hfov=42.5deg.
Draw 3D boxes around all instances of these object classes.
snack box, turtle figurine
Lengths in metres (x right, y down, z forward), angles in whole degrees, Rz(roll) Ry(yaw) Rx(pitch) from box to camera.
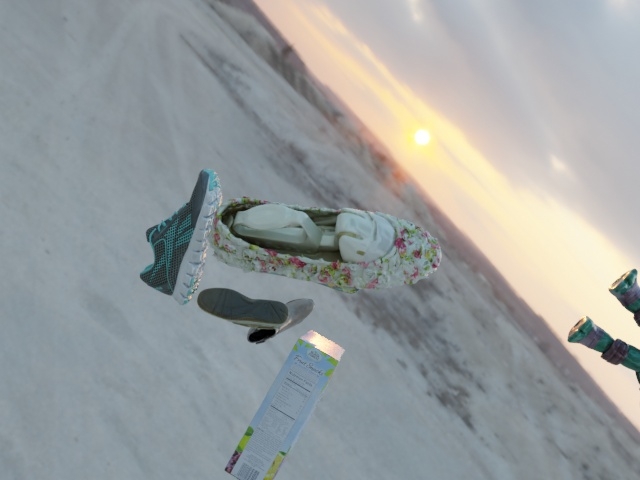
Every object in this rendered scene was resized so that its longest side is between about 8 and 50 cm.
[{"bbox_3d":[-0.045,0.237,1.175,0.070,0.207,0.174,28,1,5],"label":"snack box"},{"bbox_3d":[0.417,0.153,0.969,0.234,0.175,0.118,42,-18,9],"label":"turtle figurine"}]

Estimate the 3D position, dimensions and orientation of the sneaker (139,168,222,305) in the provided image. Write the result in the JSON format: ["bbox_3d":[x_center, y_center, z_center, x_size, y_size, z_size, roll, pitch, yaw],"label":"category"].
[{"bbox_3d":[-0.167,-0.009,0.966,0.076,0.167,0.065,19,9,1],"label":"sneaker"}]

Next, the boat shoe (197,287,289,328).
[{"bbox_3d":[-0.115,0.106,1.209,0.135,0.050,0.045,14,-29,0],"label":"boat shoe"}]

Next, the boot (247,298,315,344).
[{"bbox_3d":[-0.069,0.140,1.389,0.042,0.118,0.087,59,14,-1],"label":"boot"}]

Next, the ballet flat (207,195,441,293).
[{"bbox_3d":[0.000,0.000,0.821,0.077,0.240,0.091,80,15,-58],"label":"ballet flat"}]
